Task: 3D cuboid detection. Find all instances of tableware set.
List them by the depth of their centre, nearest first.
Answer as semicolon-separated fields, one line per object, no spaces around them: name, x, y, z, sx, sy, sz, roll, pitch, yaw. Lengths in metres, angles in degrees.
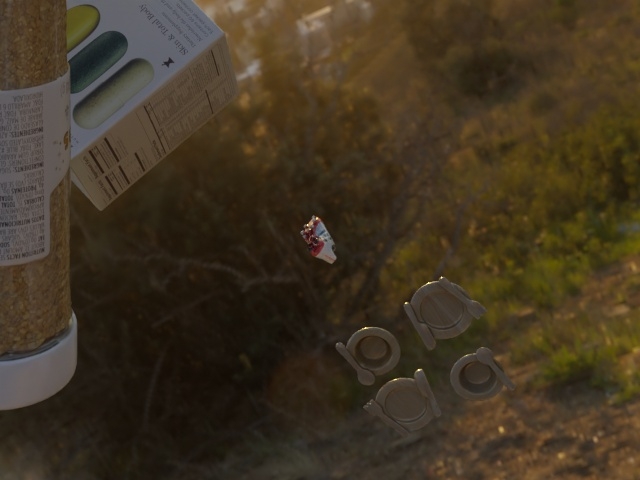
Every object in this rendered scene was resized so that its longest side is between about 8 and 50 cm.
tableware set;0.105;0.123;1.196;0.168;0.141;0.020;-30;18;17

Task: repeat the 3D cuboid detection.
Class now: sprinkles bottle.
sprinkles bottle;-0.245;-0.048;0.878;0.121;0.355;0.121;4;28;-2

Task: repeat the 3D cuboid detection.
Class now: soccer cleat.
soccer cleat;0.000;0.000;1.368;0.029;0.035;0.083;-48;22;15

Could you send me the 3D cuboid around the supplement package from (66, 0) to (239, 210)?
supplement package;-0.278;-0.219;1.584;0.262;0.199;0.198;-42;-14;-9
